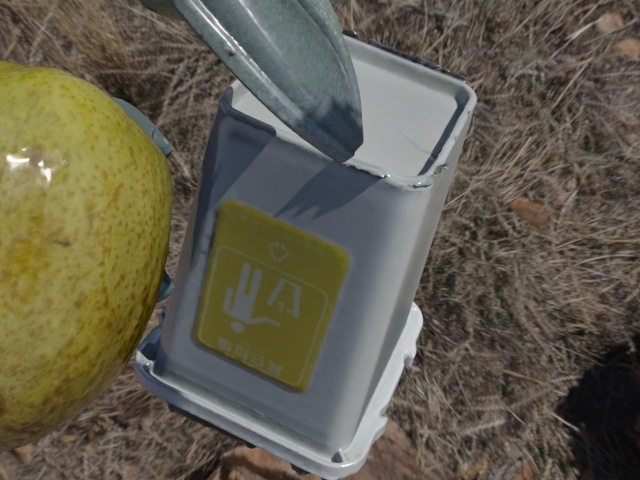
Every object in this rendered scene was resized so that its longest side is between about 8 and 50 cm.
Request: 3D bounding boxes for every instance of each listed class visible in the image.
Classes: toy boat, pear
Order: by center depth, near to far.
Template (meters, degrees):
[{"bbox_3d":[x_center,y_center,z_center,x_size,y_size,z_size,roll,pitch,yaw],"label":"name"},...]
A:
[{"bbox_3d":[-0.184,0.006,0.456,0.188,0.228,0.211,24,89,-15],"label":"pear"},{"bbox_3d":[-0.073,-0.181,0.496,0.092,0.141,0.319,-36,88,26],"label":"toy boat"}]

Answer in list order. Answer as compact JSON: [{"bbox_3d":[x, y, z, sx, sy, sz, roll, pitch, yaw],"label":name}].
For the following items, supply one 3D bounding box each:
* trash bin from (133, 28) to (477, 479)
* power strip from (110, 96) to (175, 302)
[{"bbox_3d":[0.000,0.000,0.771,0.256,0.296,0.368,24,132,10],"label":"trash bin"},{"bbox_3d":[-0.173,-0.038,0.683,0.044,0.137,0.216,-22,47,16],"label":"power strip"}]
